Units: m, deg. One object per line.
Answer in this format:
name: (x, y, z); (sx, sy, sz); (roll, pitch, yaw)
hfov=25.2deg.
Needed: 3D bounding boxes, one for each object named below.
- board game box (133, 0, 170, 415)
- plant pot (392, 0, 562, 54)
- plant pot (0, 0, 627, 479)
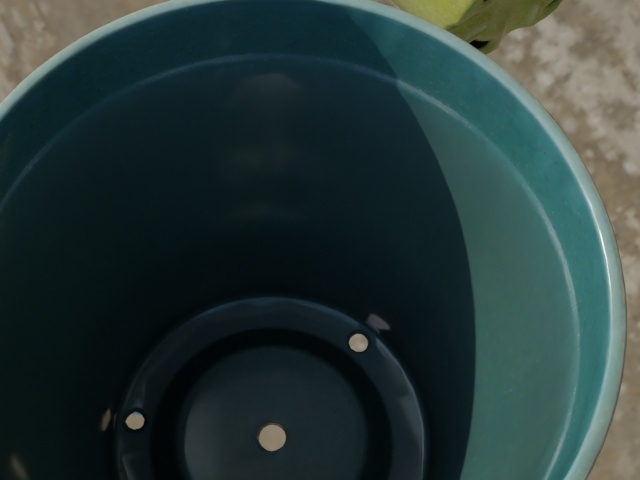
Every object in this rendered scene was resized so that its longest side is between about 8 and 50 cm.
board game box: (-0.104, -0.064, 1.137); (0.254, 0.079, 0.336); (-92, 15, -50)
plant pot: (0.111, -0.310, 1.259); (0.254, 0.276, 0.276); (52, 154, 16)
plant pot: (-0.023, 0.068, 0.659); (0.272, 0.271, 0.255); (49, 164, 16)
